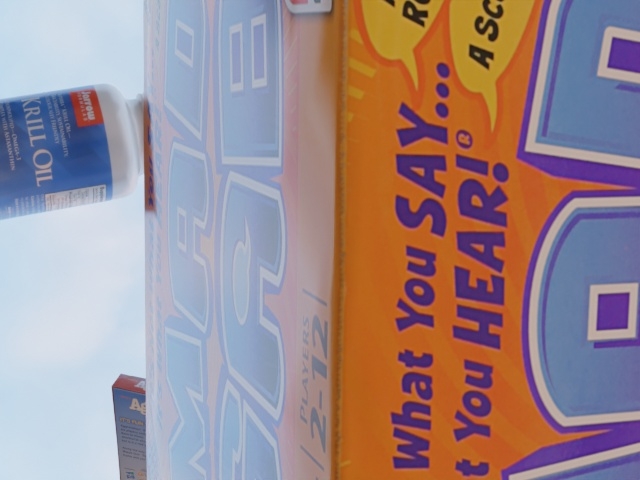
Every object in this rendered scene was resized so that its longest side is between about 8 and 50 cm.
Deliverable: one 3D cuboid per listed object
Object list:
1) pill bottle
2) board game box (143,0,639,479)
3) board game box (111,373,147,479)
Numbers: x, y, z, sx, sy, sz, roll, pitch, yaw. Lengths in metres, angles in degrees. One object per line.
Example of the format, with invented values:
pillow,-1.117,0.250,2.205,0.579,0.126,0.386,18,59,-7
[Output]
pill bottle,-0.260,-0.097,1.311,0.221,0.124,0.124,-12,-87,-15
board game box,0.117,0.007,0.647,0.356,0.356,0.356,-2,-80,-19
board game box,-0.075,0.225,1.285,0.281,0.027,0.145,10,-56,14
